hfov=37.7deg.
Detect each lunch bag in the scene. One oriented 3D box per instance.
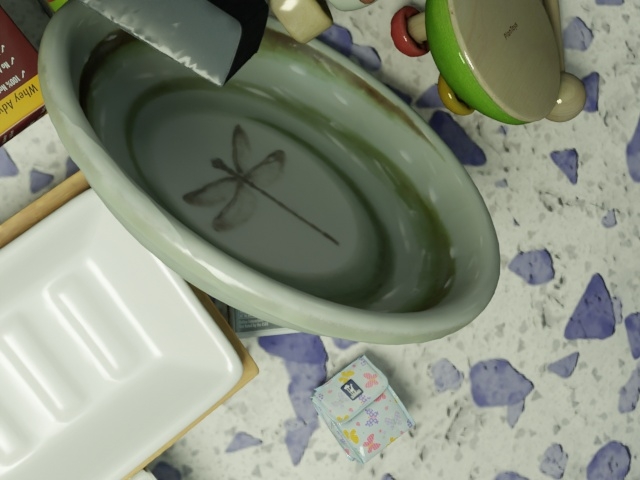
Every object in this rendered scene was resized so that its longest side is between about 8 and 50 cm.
[{"bbox_3d":[0.038,0.164,0.909,0.071,0.053,0.083,-33,93,-18],"label":"lunch bag"}]

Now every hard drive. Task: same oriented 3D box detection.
[{"bbox_3d":[-0.157,-0.217,0.709,0.255,0.172,0.054,32,111,-6],"label":"hard drive"}]

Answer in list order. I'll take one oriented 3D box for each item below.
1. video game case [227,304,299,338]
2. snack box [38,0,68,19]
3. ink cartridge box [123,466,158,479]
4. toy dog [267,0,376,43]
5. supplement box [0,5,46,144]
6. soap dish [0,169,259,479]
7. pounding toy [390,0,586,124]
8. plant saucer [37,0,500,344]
[{"bbox_3d":[0.000,0.000,0.906,0.191,0.022,0.173,-4,92,-20],"label":"video game case"},{"bbox_3d":[-0.198,-0.267,0.820,0.141,0.037,0.100,-36,104,-17],"label":"snack box"},{"bbox_3d":[-0.195,0.305,0.808,0.203,0.086,0.148,-37,103,-16],"label":"ink cartridge box"},{"bbox_3d":[-0.030,-0.297,0.742,0.334,0.161,0.220,33,108,-19],"label":"toy dog"},{"bbox_3d":[-0.336,-0.133,0.724,0.191,0.129,0.194,-40,103,-15],"label":"supplement box"},{"bbox_3d":[-0.232,0.106,0.774,0.291,0.118,0.229,-38,103,-15],"label":"soap dish"},{"bbox_3d":[0.155,-0.188,0.932,0.237,0.110,0.182,-8,82,-49],"label":"pounding toy"},{"bbox_3d":[-0.043,-0.051,0.761,0.401,0.400,0.100,23,124,-19],"label":"plant saucer"}]
